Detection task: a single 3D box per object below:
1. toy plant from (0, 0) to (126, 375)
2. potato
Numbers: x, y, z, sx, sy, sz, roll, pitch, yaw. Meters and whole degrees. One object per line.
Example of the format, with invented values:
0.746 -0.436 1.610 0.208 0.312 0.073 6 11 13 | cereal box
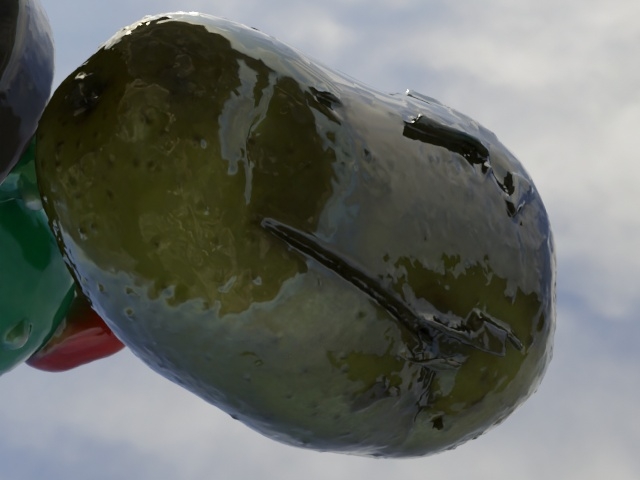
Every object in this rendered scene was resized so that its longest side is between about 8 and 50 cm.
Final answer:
-0.210 -0.045 0.704 0.279 0.400 0.185 -30 -122 -8 | toy plant
0.000 0.000 0.627 0.143 0.248 0.169 -53 -139 11 | potato
